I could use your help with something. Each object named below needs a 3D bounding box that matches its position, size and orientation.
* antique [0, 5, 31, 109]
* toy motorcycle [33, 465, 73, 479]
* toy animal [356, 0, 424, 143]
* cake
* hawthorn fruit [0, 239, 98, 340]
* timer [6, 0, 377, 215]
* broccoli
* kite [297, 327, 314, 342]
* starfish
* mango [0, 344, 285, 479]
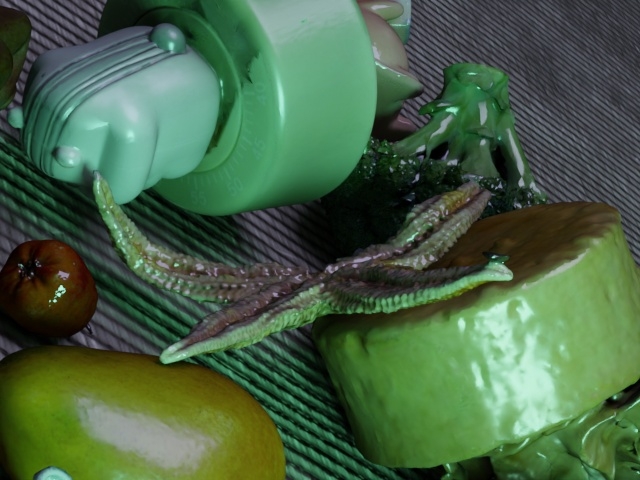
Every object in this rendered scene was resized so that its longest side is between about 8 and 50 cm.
[{"bbox_3d":[-0.332,-0.130,1.600,0.121,0.143,0.257,18,25,-5],"label":"antique"},{"bbox_3d":[-0.241,0.241,1.269,0.260,0.110,0.171,29,47,-41],"label":"toy motorcycle"},{"bbox_3d":[0.000,-0.246,2.114,0.213,0.195,0.256,-3,53,-2],"label":"toy animal"},{"bbox_3d":[0.187,0.157,1.759,0.321,0.332,0.332,66,25,-11],"label":"cake"},{"bbox_3d":[-0.227,0.047,1.572,0.093,0.081,0.081,58,9,-50],"label":"hawthorn fruit"},{"bbox_3d":[-0.151,-0.133,1.748,0.315,0.291,0.291,-25,71,-43],"label":"timer"},{"bbox_3d":[0.133,-0.059,1.987,0.270,0.270,0.270,16,-4,1],"label":"broccoli"},{"bbox_3d":[-0.030,0.085,1.853,0.078,0.002,0.044,50,28,10],"label":"kite"},{"bbox_3d":[-0.003,0.011,1.638,0.398,0.132,0.384,1,8,-8],"label":"starfish"},{"bbox_3d":[-0.142,0.170,1.450,0.254,0.139,0.175,14,31,-33],"label":"mango"}]
